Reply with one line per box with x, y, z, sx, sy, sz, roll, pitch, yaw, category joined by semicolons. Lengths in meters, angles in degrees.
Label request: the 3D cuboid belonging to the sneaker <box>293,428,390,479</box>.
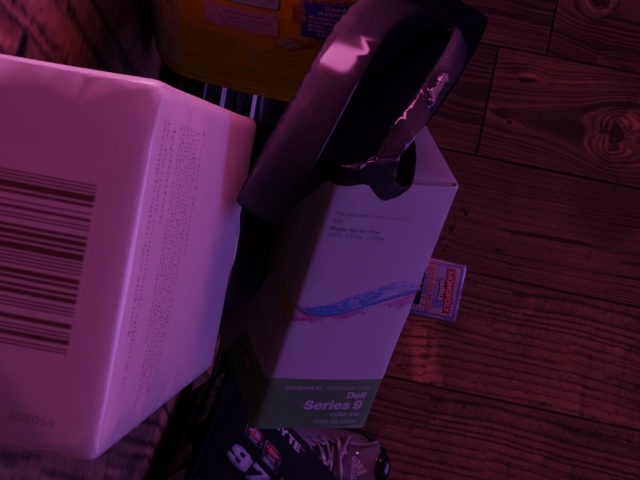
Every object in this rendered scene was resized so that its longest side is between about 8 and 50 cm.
-0.004;0.191;1.285;0.229;0.132;0.086;-22;123;-85;sneaker

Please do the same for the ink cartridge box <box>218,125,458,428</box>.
0.000;0.000;0.982;0.154;0.093;0.212;-114;-147;-49;ink cartridge box

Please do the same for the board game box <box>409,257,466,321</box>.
0.043;0.036;1.434;0.194;0.194;0.060;41;61;-84;board game box

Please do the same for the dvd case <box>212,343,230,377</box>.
-0.095;0.218;1.255;0.179;0.030;0.238;93;9;-61;dvd case

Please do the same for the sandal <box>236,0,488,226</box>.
0.039;-0.065;0.657;0.097;0.054;0.254;-60;170;27;sandal

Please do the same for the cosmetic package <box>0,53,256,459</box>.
-0.084;-0.002;0.529;0.231;0.085;0.117;-20;121;-87;cosmetic package

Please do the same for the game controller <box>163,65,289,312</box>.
-0.055;-0.099;0.856;0.166;0.067;0.319;-24;127;-66;game controller

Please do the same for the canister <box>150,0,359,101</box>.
-0.023;-0.136;0.671;0.170;0.126;0.073;96;7;-66;canister

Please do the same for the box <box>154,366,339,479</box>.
-0.032;0.227;1.076;0.051;0.220;0.175;-31;-161;26;box
